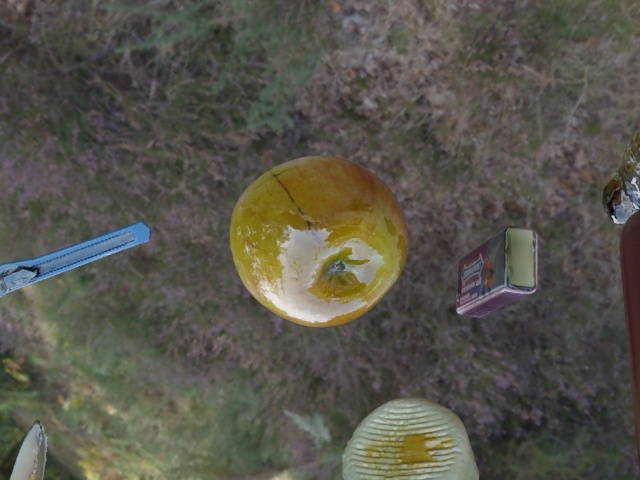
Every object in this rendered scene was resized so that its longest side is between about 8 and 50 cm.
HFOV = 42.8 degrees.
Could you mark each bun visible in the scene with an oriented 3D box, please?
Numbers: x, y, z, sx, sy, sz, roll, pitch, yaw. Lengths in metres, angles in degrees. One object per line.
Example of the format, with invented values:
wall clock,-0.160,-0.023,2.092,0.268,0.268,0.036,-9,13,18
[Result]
bun,0.158,0.400,1.427,0.244,0.243,0.153,14,147,40

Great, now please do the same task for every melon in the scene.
melon,-0.437,0.354,1.213,0.054,0.182,0.098,14,173,-16

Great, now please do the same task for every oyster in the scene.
oyster,0.525,-0.089,1.316,0.232,0.107,0.161,81,164,-70

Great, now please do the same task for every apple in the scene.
apple,0.000,0.000,1.290,0.286,0.286,0.233,51,177,-35

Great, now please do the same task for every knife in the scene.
knife,-0.382,0.030,1.167,0.026,0.297,0.044,-77,-34,-82

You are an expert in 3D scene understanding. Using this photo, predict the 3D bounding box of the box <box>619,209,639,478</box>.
box,0.335,0.146,0.682,0.108,0.403,0.263,-16,131,29

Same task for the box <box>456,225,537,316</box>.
box,0.309,0.060,1.448,0.069,0.120,0.224,8,161,-9
